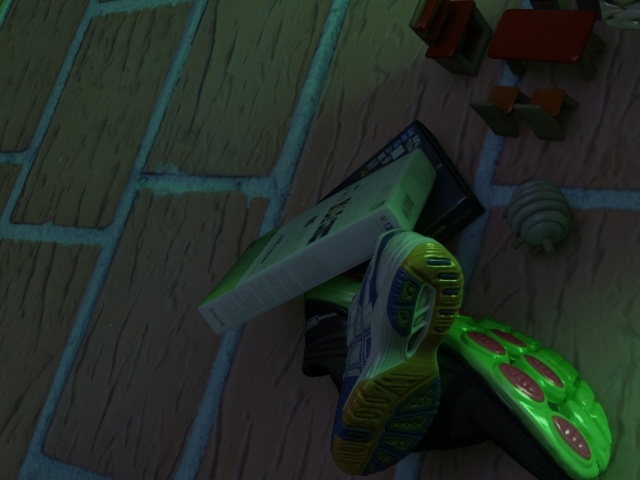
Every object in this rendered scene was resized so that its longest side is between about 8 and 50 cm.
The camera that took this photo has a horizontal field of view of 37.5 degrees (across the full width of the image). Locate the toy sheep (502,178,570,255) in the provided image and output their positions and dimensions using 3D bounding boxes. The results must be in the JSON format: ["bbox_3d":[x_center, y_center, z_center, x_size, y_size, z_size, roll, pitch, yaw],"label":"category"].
[{"bbox_3d":[0.289,-0.031,1.254,0.091,0.091,0.132,-31,46,23],"label":"toy sheep"}]

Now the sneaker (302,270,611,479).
[{"bbox_3d":[0.157,0.193,1.211,0.483,0.185,0.202,27,107,45],"label":"sneaker"}]

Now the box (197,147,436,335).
[{"bbox_3d":[0.000,0.000,1.319,0.322,0.058,0.232,-27,14,26],"label":"box"}]

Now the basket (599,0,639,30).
[{"bbox_3d":[0.513,-0.412,1.069,0.328,0.266,0.331,18,47,43],"label":"basket"}]

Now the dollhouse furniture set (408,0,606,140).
[{"bbox_3d":[0.273,-0.300,1.372,0.259,0.135,0.261,13,76,42],"label":"dollhouse furniture set"}]

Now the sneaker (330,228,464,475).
[{"bbox_3d":[0.079,0.130,1.115,0.131,0.112,0.296,44,117,63],"label":"sneaker"}]

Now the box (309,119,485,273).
[{"bbox_3d":[0.108,-0.044,1.422,0.233,0.059,0.183,-40,49,16],"label":"box"}]
